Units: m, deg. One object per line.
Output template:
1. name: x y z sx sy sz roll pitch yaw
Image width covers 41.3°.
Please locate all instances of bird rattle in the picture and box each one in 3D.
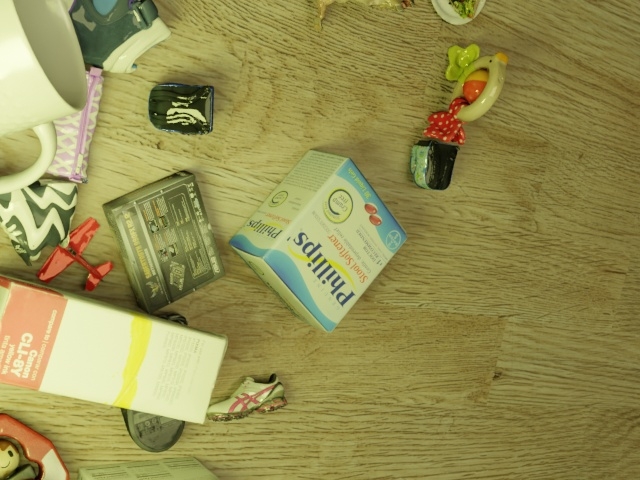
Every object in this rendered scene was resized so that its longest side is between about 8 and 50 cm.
1. bird rattle: 0.344 -0.345 1.978 0.143 0.207 0.253 33 71 -19

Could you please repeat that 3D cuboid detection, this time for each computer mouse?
1. computer mouse: -0.346 0.287 1.707 0.189 0.072 0.272 -11 96 -32

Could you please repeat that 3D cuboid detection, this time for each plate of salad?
1. plate of salad: 0.332 -0.607 1.988 0.200 0.048 0.199 -10 108 -34

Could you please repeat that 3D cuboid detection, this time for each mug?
1. mug: -0.541 -0.235 1.275 0.328 0.276 0.374 -16 122 3

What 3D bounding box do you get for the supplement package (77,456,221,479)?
1. supplement package: -0.353 0.570 1.718 0.262 0.145 0.203 5 98 -37

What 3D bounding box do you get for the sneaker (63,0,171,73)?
1. sneaker: -0.345 -0.455 1.490 0.236 0.130 0.322 29 80 -46

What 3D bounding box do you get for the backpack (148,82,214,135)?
1. backpack: -0.263 -0.248 1.610 0.120 0.101 0.097 2 98 -4

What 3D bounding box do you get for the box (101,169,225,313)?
1. box: -0.302 0.003 1.668 0.183 0.056 0.231 -28 116 -27

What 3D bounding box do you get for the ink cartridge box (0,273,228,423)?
1. ink cartridge box: -0.397 0.183 1.468 0.385 0.279 0.160 19 82 -30

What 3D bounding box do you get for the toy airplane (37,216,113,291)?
1. toy airplane: -0.451 0.036 1.585 0.151 0.028 0.151 -9 106 -35

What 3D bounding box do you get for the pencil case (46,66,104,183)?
1. pencil case: -0.436 -0.205 1.499 0.086 0.088 0.206 5 98 -39

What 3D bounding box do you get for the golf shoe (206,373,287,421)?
1. golf shoe: -0.167 0.346 1.859 0.186 0.067 0.085 -9 75 -30

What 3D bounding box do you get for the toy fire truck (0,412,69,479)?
1. toy fire truck: -0.615 0.430 1.495 0.302 0.169 0.253 -31 99 -28

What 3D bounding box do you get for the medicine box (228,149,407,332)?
1. medicine box: 0.000 0.000 1.833 0.289 0.149 0.263 -51 125 -16

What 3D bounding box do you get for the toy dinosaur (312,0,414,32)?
1. toy dinosaur: 0.045 -0.569 1.748 0.200 0.127 0.295 -42 111 -29

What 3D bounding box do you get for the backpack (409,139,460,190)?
1. backpack: 0.265 -0.177 2.023 0.105 0.084 0.114 5 93 -37

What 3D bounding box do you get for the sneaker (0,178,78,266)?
1. sneaker: -0.537 -0.027 1.464 0.235 0.094 0.153 -5 101 -39
